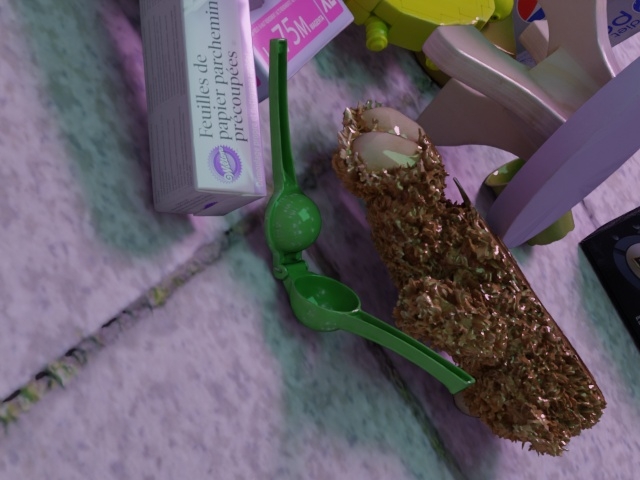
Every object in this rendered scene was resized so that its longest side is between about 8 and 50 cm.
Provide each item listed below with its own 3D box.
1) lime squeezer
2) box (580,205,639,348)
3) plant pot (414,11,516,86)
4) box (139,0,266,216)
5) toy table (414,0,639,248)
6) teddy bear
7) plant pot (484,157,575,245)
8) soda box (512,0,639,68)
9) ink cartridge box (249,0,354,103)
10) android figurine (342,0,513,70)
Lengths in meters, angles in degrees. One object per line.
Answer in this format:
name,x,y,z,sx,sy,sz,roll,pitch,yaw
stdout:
lime squeezer,0.000,0.000,1.192,0.059,0.110,0.310,-18,74,-35
box,0.394,0.018,1.630,0.077,0.180,0.147,-28,89,-57
plant pot,0.138,-0.205,1.556,0.083,0.081,0.081,22,48,-27
box,-0.096,-0.182,1.166,0.063,0.067,0.324,3,74,-35
toy table,0.212,-0.138,1.402,0.161,0.274,0.252,51,21,16
teddy bear,0.107,0.033,1.294,0.338,0.113,0.245,52,11,-28
plant pot,0.217,-0.039,1.544,0.083,0.083,0.079,-44,115,-56
soda box,0.289,-0.261,1.605,0.098,0.286,0.091,14,53,-48
ink cartridge box,-0.108,-0.271,1.295,0.311,0.065,0.186,53,34,-9
android figurine,0.079,-0.279,1.485,0.248,0.056,0.272,13,53,-22
